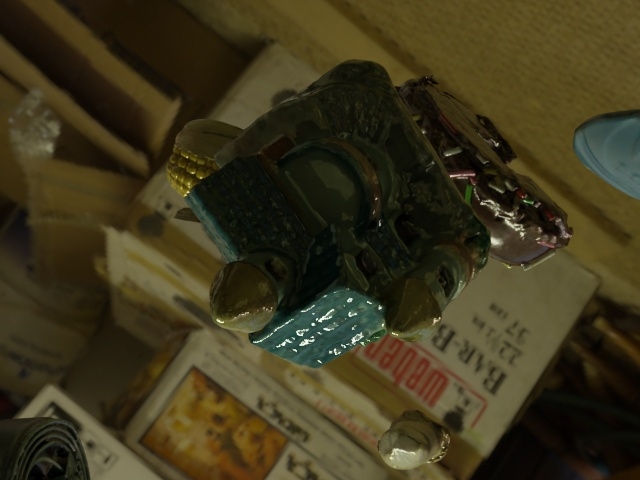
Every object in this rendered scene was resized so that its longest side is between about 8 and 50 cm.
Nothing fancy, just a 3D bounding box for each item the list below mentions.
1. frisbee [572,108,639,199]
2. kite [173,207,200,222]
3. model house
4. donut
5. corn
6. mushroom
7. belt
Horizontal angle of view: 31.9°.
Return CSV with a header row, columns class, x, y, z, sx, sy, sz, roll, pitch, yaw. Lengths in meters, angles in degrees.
class,x,y,z,sx,sy,sz,roll,pitch,yaw
frisbee,0.402,-0.057,1.183,0.290,0.049,0.289,20,170,4
kite,-0.113,-0.024,1.984,0.286,0.015,0.152,15,-167,8
model house,0.000,0.000,1.050,0.194,0.325,0.267,-32,93,26
donut,0.204,-0.106,1.641,0.259,0.136,0.345,20,-153,-46
corn,-0.059,-0.060,1.505,0.305,0.123,0.122,27,-176,-1
mushroom,0.116,0.261,1.436,0.084,0.071,0.209,25,-179,13
belt,-0.377,0.333,1.435,0.116,0.206,0.267,-7,179,10
